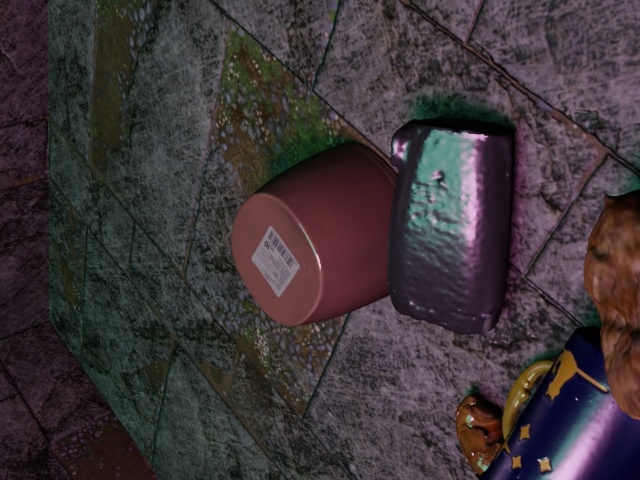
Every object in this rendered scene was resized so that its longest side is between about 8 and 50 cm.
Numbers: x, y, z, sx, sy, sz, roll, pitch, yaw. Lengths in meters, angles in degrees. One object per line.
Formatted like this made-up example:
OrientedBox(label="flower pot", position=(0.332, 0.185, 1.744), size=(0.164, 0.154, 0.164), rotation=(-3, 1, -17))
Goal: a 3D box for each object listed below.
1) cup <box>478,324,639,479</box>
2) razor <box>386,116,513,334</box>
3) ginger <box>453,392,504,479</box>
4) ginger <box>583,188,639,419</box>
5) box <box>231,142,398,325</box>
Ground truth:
OrientedBox(label="cup", position=(0.319, 0.234, 0.964), size=(0.255, 0.178, 0.256), rotation=(37, 104, 46))
OrientedBox(label="razor", position=(0.190, -0.019, 1.091), size=(0.189, 0.107, 0.326), rotation=(14, 120, 28))
OrientedBox(label="ginger", position=(0.330, 0.356, 1.137), size=(0.309, 0.107, 0.133), rotation=(28, 128, 43))
OrientedBox(label="ginger", position=(0.402, 0.068, 0.781), size=(0.200, 0.223, 0.269), rotation=(97, 172, -46))
OrientedBox(label="box", position=(0.000, 0.000, 1.261), size=(0.301, 0.216, 0.301), rotation=(24, 125, 40))
